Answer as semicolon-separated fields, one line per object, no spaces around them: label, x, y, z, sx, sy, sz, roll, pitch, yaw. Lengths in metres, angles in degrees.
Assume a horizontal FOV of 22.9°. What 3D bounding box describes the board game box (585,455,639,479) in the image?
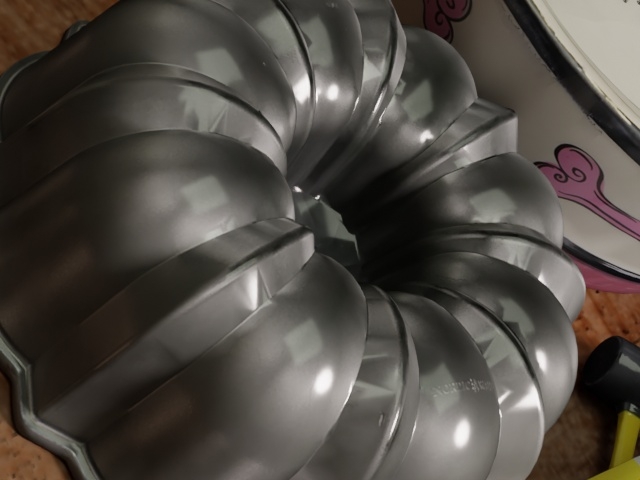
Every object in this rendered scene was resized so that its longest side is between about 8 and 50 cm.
board game box;0.205;0.198;0.728;0.317;0.064;0.242;-15;38;-40

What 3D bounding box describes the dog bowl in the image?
dog bowl;0.184;-0.146;1.009;0.408;0.150;0.408;24;48;-29

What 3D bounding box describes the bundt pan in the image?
bundt pan;0.000;0.000;0.759;0.331;0.124;0.330;23;50;-30

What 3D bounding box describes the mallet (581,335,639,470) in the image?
mallet;0.173;0.143;0.884;0.062;0.039;0.189;29;50;-20
